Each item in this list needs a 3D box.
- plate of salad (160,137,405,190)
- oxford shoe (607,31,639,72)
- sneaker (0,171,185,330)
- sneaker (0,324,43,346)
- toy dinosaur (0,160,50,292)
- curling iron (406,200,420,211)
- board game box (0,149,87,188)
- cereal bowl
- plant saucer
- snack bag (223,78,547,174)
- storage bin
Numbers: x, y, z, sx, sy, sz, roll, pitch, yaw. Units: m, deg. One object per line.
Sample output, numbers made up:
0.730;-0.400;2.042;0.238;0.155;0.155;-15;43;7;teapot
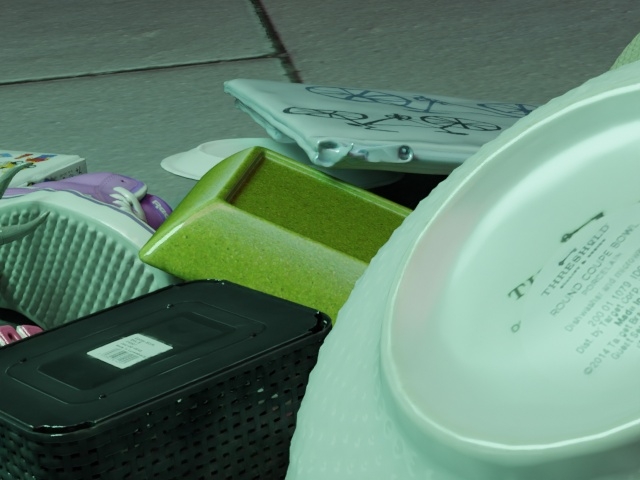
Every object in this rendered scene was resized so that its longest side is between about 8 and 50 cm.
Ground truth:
-0.031;-0.051;1.245;0.199;0.048;0.200;3;12;-1;plate of salad
0.371;-0.112;1.222;0.169;0.130;0.449;-55;22;-5;oxford shoe
-0.142;-0.002;1.051;0.161;0.102;0.282;-17;21;-39;sneaker
-0.187;0.093;0.835;0.170;0.075;0.063;5;33;-45;sneaker
-0.316;0.012;1.030;0.160;0.121;0.313;-17;17;-34;toy dinosaur
0.148;0.017;1.016;0.068;0.035;0.274;-13;21;-36;curling iron
-0.371;-0.032;1.268;0.305;0.053;0.193;6;21;29;board game box
0.123;0.045;0.518;0.339;0.141;0.339;-26;35;20;cereal bowl
0.000;0.000;0.962;0.188;0.045;0.188;23;20;1;plant saucer
0.110;-0.079;1.195;0.323;0.037;0.342;4;12;-16;snack bag
-0.089;0.091;0.780;0.180;0.084;0.122;-19;23;-38;storage bin
